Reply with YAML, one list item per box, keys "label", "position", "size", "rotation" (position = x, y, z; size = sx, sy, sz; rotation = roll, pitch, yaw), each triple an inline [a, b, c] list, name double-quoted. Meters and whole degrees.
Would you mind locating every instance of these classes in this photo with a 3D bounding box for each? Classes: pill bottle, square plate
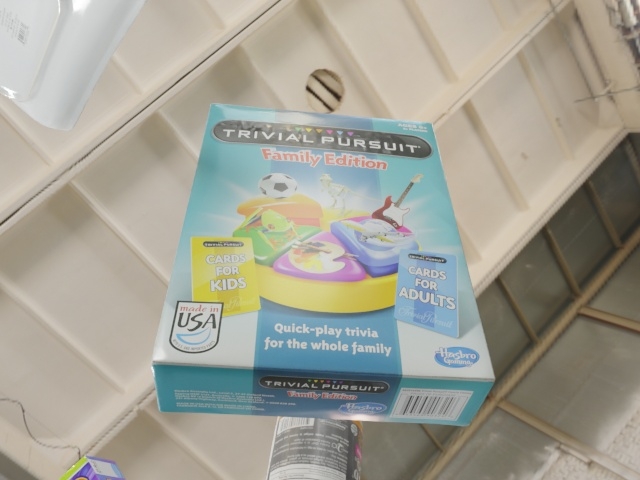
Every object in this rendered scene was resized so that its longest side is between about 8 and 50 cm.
- label: "pill bottle"
  position: [-0.014, 0.418, 0.973]
  size: [0.162, 0.278, 0.162]
  rotation: [4, -50, 5]
- label: "square plate"
  position: [-0.336, -0.272, 0.512]
  size: [0.344, 0.347, 0.049]
  rotation: [45, -123, -17]

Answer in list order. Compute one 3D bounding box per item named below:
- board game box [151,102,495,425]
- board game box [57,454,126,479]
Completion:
- label: "board game box"
  position: [0.000, 0.000, 0.557]
  size: [0.254, 0.336, 0.079]
  rotation: [4, -44, -5]
- label: "board game box"
  position: [-0.342, 0.474, 0.690]
  size: [0.347, 0.233, 0.078]
  rotation: [-43, -28, -10]
